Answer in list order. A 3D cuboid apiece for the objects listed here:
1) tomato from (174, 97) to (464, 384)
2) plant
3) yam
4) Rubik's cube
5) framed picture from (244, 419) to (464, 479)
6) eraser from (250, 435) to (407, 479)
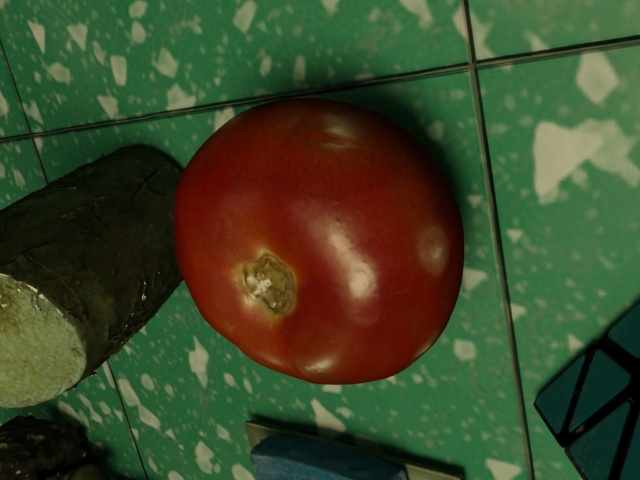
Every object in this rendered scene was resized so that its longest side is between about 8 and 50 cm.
[{"bbox_3d":[0.000,0.000,0.440,0.195,0.136,0.195,16,121,28],"label":"tomato"},{"bbox_3d":[-0.306,0.324,0.823,0.274,0.149,0.146,23,124,24],"label":"plant"},{"bbox_3d":[-0.193,0.021,0.538,0.154,0.254,0.154,11,120,20],"label":"yam"},{"bbox_3d":[0.210,0.120,0.313,0.190,0.178,0.211,36,130,15],"label":"Rubik's cube"},{"bbox_3d":[0.048,0.310,0.630,0.231,0.018,0.293,3,112,36],"label":"framed picture"},{"bbox_3d":[0.031,0.322,0.608,0.144,0.043,0.312,2,112,38],"label":"eraser"}]
